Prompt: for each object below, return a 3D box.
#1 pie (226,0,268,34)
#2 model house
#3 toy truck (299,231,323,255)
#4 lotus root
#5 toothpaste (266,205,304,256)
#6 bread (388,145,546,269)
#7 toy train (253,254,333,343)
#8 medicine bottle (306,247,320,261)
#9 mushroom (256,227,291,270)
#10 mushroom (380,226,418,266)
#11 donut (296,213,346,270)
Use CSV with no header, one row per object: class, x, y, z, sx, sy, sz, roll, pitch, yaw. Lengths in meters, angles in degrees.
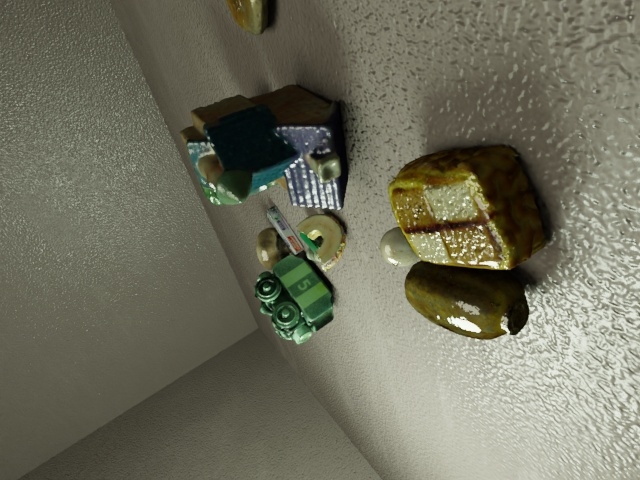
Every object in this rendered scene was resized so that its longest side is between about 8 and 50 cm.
pie,-0.171,-0.548,0.911,0.218,0.052,0.185,60,165,7
model house,-0.093,-0.163,0.881,0.280,0.312,0.245,43,151,42
toy truck,0.000,0.000,1.234,0.147,0.065,0.079,47,159,32
lotus root,0.236,0.090,0.714,0.123,0.124,0.241,63,159,-14
toothpaste,-0.129,-0.034,1.529,0.196,0.040,0.047,55,164,13
bread,0.208,-0.045,0.632,0.222,0.096,0.181,3,119,64
toy train,-0.093,0.207,1.483,0.299,0.238,0.167,51,165,26
medicine bottle,-0.008,0.043,1.339,0.047,0.047,0.083,65,159,-13
mushroom,-0.172,0.032,1.591,0.166,0.127,0.166,-11,-90,-79
mushroom,0.165,0.010,0.868,0.085,0.085,0.079,65,-166,-12
donut,0.016,-0.007,1.142,0.166,0.108,0.065,58,-174,31
